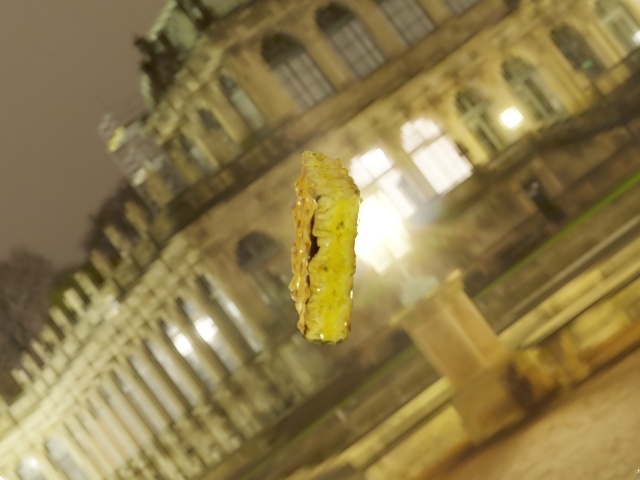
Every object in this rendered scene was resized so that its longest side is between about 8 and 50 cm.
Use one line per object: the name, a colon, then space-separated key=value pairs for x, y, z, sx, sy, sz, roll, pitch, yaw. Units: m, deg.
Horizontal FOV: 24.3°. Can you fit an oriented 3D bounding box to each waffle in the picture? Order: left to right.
waffle: x=0.000 y=0.000 z=1.550 sx=0.055 sy=0.160 sz=0.211 roll=2 pitch=17 yaw=-8

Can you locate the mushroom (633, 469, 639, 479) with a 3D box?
mushroom: x=0.419 y=0.328 z=1.452 sx=0.195 sy=0.253 sz=0.189 roll=-10 pitch=7 yaw=-19
